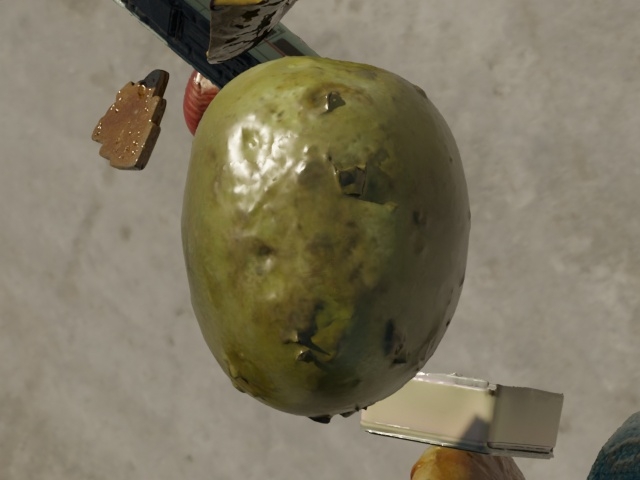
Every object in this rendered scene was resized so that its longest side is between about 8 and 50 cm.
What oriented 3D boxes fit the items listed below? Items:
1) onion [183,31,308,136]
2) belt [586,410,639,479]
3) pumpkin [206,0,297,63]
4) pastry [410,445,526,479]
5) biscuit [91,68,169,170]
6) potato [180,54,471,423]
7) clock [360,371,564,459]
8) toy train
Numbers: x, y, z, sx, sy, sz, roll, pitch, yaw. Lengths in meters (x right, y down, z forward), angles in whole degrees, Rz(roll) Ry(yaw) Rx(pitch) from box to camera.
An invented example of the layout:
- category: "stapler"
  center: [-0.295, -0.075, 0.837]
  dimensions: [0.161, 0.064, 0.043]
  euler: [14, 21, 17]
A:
- category: "onion"
  center: [-0.091, -0.216, 2.081]
  dimensions: [0.163, 0.230, 0.230]
  euler: [40, 137, 36]
- category: "belt"
  center: [0.263, 0.195, 0.971]
  dimensions: [0.148, 0.163, 0.082]
  euler: [36, 150, -26]
- category: "pumpkin"
  center: [-0.017, -0.298, 1.110]
  dimensions: [0.190, 0.280, 0.139]
  euler: [57, 170, 5]
- category: "pastry"
  center: [0.194, 0.346, 1.634]
  dimensions: [0.100, 0.229, 0.218]
  euler: [-31, 111, 28]
- category: "biscuit"
  center: [-0.199, -0.119, 1.431]
  dimensions: [0.119, 0.019, 0.130]
  euler: [-38, 42, 26]
- category: "potato"
  center: [0.000, 0.000, 0.831]
  dimensions: [0.307, 0.173, 0.210]
  euler: [145, 115, -87]
- category: "clock"
  center: [0.142, 0.171, 1.346]
  dimensions: [0.147, 0.192, 0.071]
  euler: [6, 84, 30]
- category: "toy train"
  center: [-0.079, -0.210, 1.491]
  dimensions: [0.407, 0.088, 0.086]
  euler: [42, 143, 20]
